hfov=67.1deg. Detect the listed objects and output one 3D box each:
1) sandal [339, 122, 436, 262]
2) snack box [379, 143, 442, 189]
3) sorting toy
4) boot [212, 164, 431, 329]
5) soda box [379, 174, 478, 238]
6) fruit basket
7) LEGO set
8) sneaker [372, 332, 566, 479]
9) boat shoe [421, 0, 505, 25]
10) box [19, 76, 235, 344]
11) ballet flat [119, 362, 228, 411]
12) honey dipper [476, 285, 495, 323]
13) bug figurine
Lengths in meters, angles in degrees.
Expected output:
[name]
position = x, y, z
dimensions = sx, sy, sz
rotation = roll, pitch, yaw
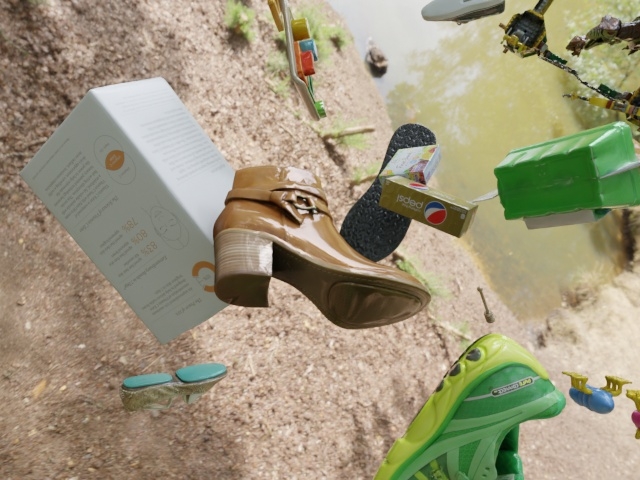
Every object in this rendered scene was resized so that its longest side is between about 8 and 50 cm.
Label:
[sandal]
position = 0.199, -0.114, 1.348
dimensions = 0.167, 0.107, 0.446
rotation = 27, 79, 13
[snack box]
position = 0.201, -0.163, 1.066
dimensions = 0.141, 0.100, 0.037
rotation = -53, 130, -47
[sorting toy]
position = -0.031, -0.350, 0.920
dimensions = 0.347, 0.047, 0.196
rotation = 39, 38, -77
[boot]
position = 0.000, 0.000, 0.652
dimensions = 0.283, 0.109, 0.220
rotation = 6, 43, -8
[soda box]
position = 0.210, -0.070, 0.952
dimensions = 0.181, 0.061, 0.058
rotation = 26, 28, 29
[fruit basket]
position = 0.530, -0.128, 0.962
dimensions = 0.353, 0.327, 0.165
rotation = -11, 91, -38
[LEGO set]
position = 0.420, -0.315, 0.670
dimensions = 0.331, 0.255, 0.192
rotation = 46, 25, 13
[sneaker]
position = 0.139, 0.238, 0.503
dimensions = 0.123, 0.295, 0.109
rotation = 37, 25, 23
[boat shoe]
position = 0.386, -0.621, 1.310
dimensions = 0.070, 0.219, 0.078
rotation = 56, 37, -55
[box]
position = -0.250, -0.044, 0.768
dimensions = 0.345, 0.215, 0.168
rotation = 54, 29, -9
[ballet flat]
position = -0.281, 0.288, 0.937
dimensions = 0.206, 0.073, 0.067
rotation = -1, 102, -29
[honey dipper]
position = 0.513, 0.198, 1.507
dimensions = 0.161, 0.030, 0.030
rotation = 60, 39, -33
[bug figurine]
position = 0.505, 0.244, 0.681
dimensions = 0.279, 0.216, 0.072
rotation = 5, 85, 5
